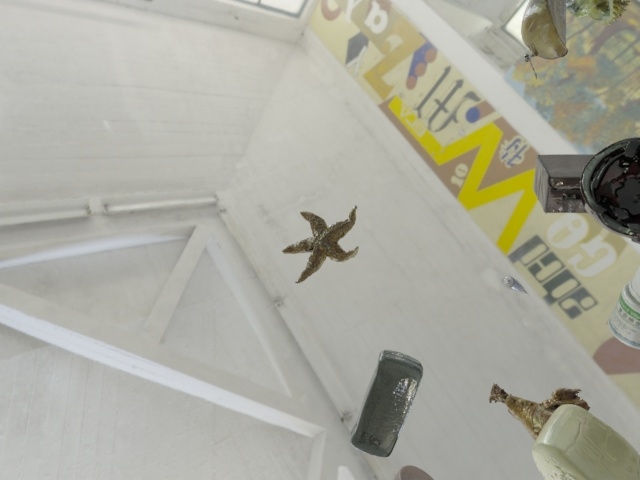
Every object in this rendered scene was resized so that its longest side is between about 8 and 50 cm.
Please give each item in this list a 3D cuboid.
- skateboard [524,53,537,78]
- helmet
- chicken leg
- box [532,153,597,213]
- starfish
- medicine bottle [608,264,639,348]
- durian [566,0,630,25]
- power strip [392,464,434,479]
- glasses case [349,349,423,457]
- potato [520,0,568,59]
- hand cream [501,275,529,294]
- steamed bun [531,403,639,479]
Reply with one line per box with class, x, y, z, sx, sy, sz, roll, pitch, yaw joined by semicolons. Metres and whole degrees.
skateboard;0.697;-0.566;1.377;0.083;0.063;0.032;46;-137;-36
helmet;0.890;-0.121;1.174;0.338;0.271;0.197;25;-176;26
chicken leg;0.842;0.643;1.605;0.295;0.182;0.409;-46;-141;-17
box;0.889;-0.196;1.484;0.252;0.153;0.188;0;-143;12
starfish;0.000;0.000;1.233;0.235;0.277;0.062;35;178;29
medicine bottle;0.875;0.169;1.140;0.138;0.237;0.139;-4;-139;4
durian;0.894;-0.801;1.395;0.166;0.172;0.306;-4;-136;-7
power strip;0.281;0.746;1.258;0.154;0.078;0.154;24;-166;-7
glasses case;0.187;0.470;1.230;0.131;0.324;0.074;18;-162;6
potato;0.540;-0.571;1.067;0.100;0.120;0.261;21;-109;-33
hand cream;0.828;0.187;1.832;0.142;0.053;0.084;16;-145;-28
steamed bun;0.669;0.558;1.079;0.200;0.155;0.250;-32;-113;-34
